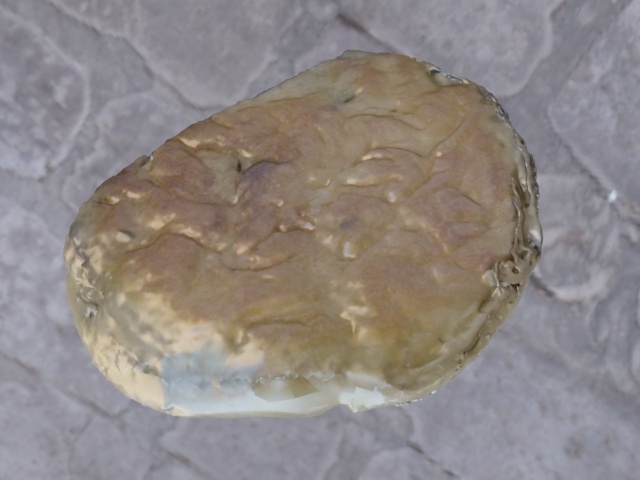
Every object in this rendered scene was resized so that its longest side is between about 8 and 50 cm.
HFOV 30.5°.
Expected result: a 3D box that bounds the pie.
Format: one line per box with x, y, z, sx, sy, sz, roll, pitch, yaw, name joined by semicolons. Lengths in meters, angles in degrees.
0.000;-0.002;0.510;0.185;0.218;0.052;39;151;39;pie
